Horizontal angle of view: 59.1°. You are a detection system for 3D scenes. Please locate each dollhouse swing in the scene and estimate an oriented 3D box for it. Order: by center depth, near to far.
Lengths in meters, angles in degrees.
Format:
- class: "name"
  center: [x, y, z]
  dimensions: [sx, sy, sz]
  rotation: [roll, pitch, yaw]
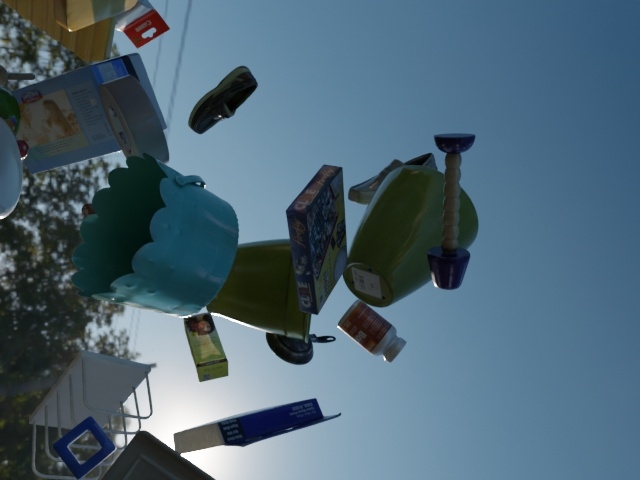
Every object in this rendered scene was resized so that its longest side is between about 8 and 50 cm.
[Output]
- class: "dollhouse swing"
  center: [-0.553, -0.469, 1.015]
  dimensions: [0.346, 0.315, 0.305]
  rotation: [35, -53, -7]

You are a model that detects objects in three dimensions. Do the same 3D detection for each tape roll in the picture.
- class: "tape roll"
  center: [-0.432, -0.267, 1.310]
  dimensions: [0.219, 0.072, 0.219]
  rotation: [47, -27, 33]

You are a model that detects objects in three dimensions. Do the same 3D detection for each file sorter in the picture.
- class: "file sorter"
  center: [-0.572, 0.446, 1.416]
  dimensions: [0.278, 0.192, 0.173]
  rotation: [-49, -138, 19]

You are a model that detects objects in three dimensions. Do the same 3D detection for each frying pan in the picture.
- class: "frying pan"
  center: [-0.051, 0.386, 2.089]
  dimensions: [0.053, 0.326, 0.197]
  rotation: [-57, -150, 29]

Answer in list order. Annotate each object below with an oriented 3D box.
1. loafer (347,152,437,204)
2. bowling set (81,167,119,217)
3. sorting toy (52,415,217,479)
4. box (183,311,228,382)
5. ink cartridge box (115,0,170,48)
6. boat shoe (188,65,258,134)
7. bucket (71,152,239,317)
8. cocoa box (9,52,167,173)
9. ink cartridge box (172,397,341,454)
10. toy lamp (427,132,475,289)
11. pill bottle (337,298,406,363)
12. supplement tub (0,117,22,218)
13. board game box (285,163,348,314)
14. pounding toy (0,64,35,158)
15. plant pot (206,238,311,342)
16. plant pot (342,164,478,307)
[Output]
- class: "loafer"
  center: [0.213, -0.183, 1.657]
  dimensions: [0.112, 0.319, 0.112]
  rotation: [27, -51, 49]
- class: "bowling set"
  center: [-0.730, -0.096, 2.022]
  dimensions: [0.154, 0.200, 0.287]
  rotation: [32, -42, 36]
- class: "sorting toy"
  center: [-0.242, 0.402, 0.795]
  dimensions: [0.347, 0.196, 0.047]
  rotation: [35, -28, 1]
- class: "box"
  center: [-0.327, 0.295, 1.596]
  dimensions: [0.232, 0.087, 0.058]
  rotation: [-128, -145, -52]
- class: "ink cartridge box"
  center: [-0.537, -0.630, 1.583]
  dimensions: [0.145, 0.179, 0.045]
  rotation: [-16, -141, 29]
- class: "boat shoe"
  center: [-0.255, -0.356, 1.476]
  dimensions: [0.223, 0.080, 0.073]
  rotation: [-43, -115, 12]
- class: "bucket"
  center: [-0.292, -0.001, 1.010]
  dimensions: [0.281, 0.183, 0.281]
  rotation: [-22, -125, 36]
- class: "cocoa box"
  center: [-0.660, -0.353, 1.574]
  dimensions: [0.347, 0.228, 0.231]
  rotation: [-10, -68, 20]
- class: "ink cartridge box"
  center: [-0.115, 0.328, 1.008]
  dimensions: [0.224, 0.223, 0.045]
  rotation: [-26, -109, 43]
- class: "toy lamp"
  center: [0.229, -0.048, 0.997]
  dimensions: [0.080, 0.080, 0.275]
  rotation: [18, -66, 51]
- class: "pill bottle"
  center: [0.173, 0.303, 1.869]
  dimensions: [0.216, 0.121, 0.121]
  rotation: [38, -52, 10]
- class: "supplement tub"
  center: [-0.688, -0.126, 0.975]
  dimensions: [0.191, 0.272, 0.191]
  rotation: [178, -90, -83]
- class: "board game box"
  center: [0.000, 0.000, 1.088]
  dimensions: [0.042, 0.165, 0.243]
  rotation: [12, -50, 21]
- class: "pounding toy"
  center: [-0.711, -0.265, 1.272]
  dimensions: [0.110, 0.183, 0.237]
  rotation: [32, -81, 3]
- class: "plant pot"
  center: [-0.200, 0.151, 1.931]
  dimensions: [0.366, 0.352, 0.367]
  rotation: [5, 90, -89]
- class: "plant pot"
  center: [0.186, 0.015, 1.339]
  dimensions: [0.274, 0.293, 0.275]
  rotation: [26, -38, 23]
